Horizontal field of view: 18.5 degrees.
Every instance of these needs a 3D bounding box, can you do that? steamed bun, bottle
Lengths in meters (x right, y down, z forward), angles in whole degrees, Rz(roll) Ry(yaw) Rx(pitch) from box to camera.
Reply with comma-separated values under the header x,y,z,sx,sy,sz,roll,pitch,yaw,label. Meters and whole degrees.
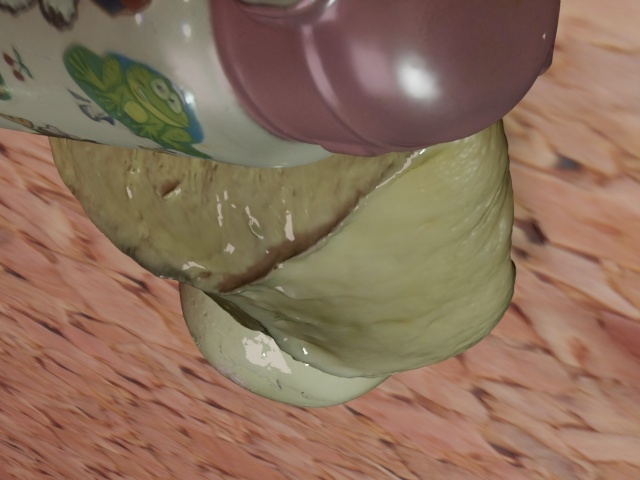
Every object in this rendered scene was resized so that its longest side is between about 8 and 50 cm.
x,y,z,sx,sy,sz,roll,pitch,yaw,label
-0.025,-0.016,0.837,0.212,0.110,0.231,24,159,21,steamed bun
-0.018,0.033,0.982,0.130,0.091,0.112,36,163,-17,steamed bun
-0.034,-0.084,0.645,0.253,0.120,0.120,10,153,48,bottle
